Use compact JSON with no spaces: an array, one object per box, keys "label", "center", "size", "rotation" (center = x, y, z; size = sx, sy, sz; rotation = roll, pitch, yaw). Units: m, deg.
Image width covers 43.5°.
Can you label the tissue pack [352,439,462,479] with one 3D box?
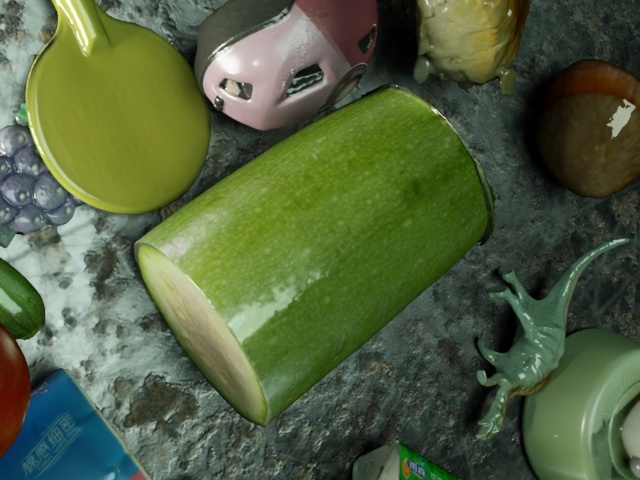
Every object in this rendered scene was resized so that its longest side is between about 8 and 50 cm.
[{"label":"tissue pack","center":[0.129,0.409,1.135],"size":[0.209,0.156,0.148],"rotation":[35,40,-23]}]

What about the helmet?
[{"label":"helmet","center":[-0.026,-0.222,0.976],"size":[0.253,0.198,0.154],"rotation":[-14,74,-15]}]

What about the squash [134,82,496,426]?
[{"label":"squash","center":[0.000,0.000,0.974],"size":[0.384,0.263,0.263],"rotation":[-36,108,-22]}]

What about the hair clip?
[{"label":"hair clip","center":[-0.324,-0.079,0.929],"size":[0.124,0.052,0.195],"rotation":[36,68,-34]}]

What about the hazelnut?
[{"label":"hazelnut","center":[0.428,-0.179,1.247],"size":[0.214,0.176,0.215],"rotation":[5,90,-66]}]

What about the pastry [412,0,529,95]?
[{"label":"pastry","center":[0.213,-0.368,1.063],"size":[0.136,0.329,0.330],"rotation":[10,86,16]}]

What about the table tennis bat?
[{"label":"table tennis bat","center":[-0.260,-0.207,0.943],"size":[0.224,0.054,0.369],"rotation":[-31,106,-34]}]

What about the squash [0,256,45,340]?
[{"label":"squash","center":[-0.395,0.032,0.874],"size":[0.219,0.068,0.077],"rotation":[37,55,-23]}]

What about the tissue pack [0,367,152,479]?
[{"label":"tissue pack","center":[-0.330,0.291,0.857],"size":[0.269,0.137,0.209],"rotation":[-35,83,-21]}]

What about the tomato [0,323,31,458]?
[{"label":"tomato","center":[-0.380,0.160,0.713],"size":[0.233,0.139,0.200],"rotation":[-43,115,-12]}]

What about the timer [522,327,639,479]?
[{"label":"timer","center":[0.521,0.295,1.228],"size":[0.290,0.315,0.291],"rotation":[-1,91,-28]}]

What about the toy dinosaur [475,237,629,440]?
[{"label":"toy dinosaur","center":[0.335,0.118,1.249],"size":[0.393,0.092,0.206],"rotation":[-40,108,-22]}]
